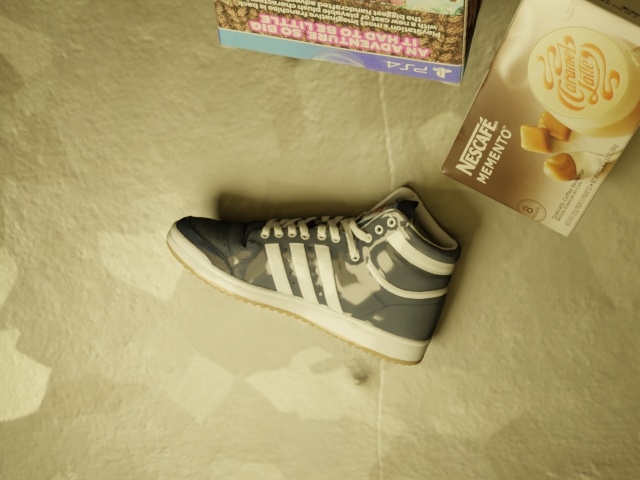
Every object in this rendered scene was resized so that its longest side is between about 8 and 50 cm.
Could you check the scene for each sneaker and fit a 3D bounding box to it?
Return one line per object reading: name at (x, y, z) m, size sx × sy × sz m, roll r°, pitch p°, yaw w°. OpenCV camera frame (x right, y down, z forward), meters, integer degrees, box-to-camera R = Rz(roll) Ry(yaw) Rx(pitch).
sneaker at (0.000, 0.000, 1.414) m, size 0.282 × 0.099 × 0.153 m, roll 24°, pitch 112°, yaw -1°

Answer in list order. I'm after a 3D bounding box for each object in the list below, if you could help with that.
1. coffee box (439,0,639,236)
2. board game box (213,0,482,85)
coffee box at (0.220, -0.137, 1.279) m, size 0.141 × 0.098 × 0.246 m, roll 29°, pitch 138°, yaw 5°
board game box at (0.027, -0.295, 1.238) m, size 0.232 × 0.141 × 0.291 m, roll 11°, pitch 147°, yaw 9°
